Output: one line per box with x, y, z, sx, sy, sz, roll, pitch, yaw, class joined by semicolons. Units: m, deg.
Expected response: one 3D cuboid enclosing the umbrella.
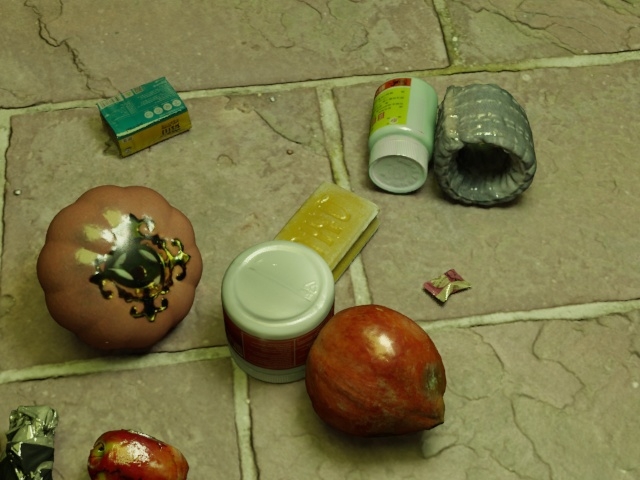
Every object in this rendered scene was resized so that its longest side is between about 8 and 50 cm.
-0.483;0.436;1.678;0.106;0.113;0.357;9;51;-22;umbrella

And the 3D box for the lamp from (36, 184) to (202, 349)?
-0.370;0.049;1.882;0.306;0.240;0.305;2;87;-33;lamp

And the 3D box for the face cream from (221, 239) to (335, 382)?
-0.075;0.128;1.860;0.201;0.187;0.201;0;54;0;face cream

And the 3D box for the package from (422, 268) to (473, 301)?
0.247;0.085;1.995;0.083;0.029;0.059;-25;50;-30;package

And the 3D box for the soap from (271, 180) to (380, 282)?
0.000;0.000;2.026;0.140;0.073;0.232;26;59;22;soap

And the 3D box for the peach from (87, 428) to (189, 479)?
-0.307;0.387;1.729;0.172;0.127;0.092;25;45;-14;peach

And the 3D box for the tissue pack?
-0.376;-0.263;2.207;0.169;0.082;0.120;-26;59;-19;tissue pack

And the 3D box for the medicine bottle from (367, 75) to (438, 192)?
0.170;-0.223;2.150;0.139;0.139;0.225;6;54;4;medicine bottle

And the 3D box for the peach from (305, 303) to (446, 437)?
0.106;0.236;1.764;0.232;0.232;0.257;-33;53;-22;peach

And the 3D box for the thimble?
0.322;-0.195;2.075;0.205;0.236;0.172;-19;50;27;thimble
